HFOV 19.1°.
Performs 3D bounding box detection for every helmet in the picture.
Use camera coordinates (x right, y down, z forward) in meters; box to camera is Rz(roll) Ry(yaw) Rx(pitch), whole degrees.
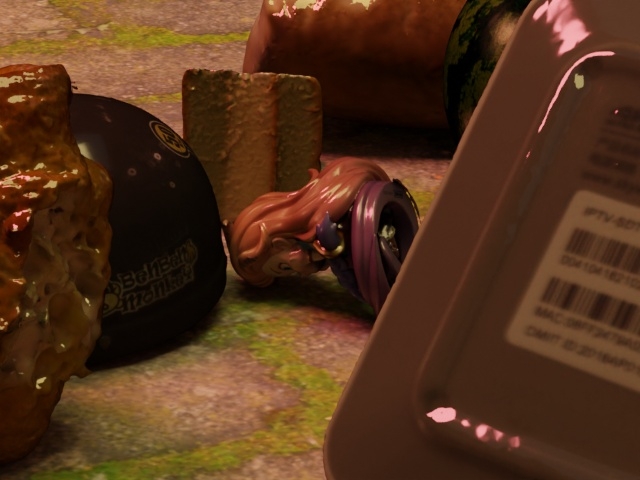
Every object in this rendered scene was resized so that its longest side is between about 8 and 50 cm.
[{"bbox_3d":[-0.199,-0.021,1.378,0.279,0.160,0.230,-17,31,-38],"label":"helmet"}]

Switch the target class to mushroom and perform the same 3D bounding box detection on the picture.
[{"bbox_3d":[0.132,-0.182,1.780,0.314,0.224,0.397,34,43,27],"label":"mushroom"}]

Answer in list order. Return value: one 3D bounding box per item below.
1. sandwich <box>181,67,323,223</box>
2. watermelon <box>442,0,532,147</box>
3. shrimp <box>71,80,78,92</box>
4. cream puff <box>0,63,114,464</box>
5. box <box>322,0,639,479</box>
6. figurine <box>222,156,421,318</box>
[{"bbox_3d":[-0.053,-0.104,1.609,0.117,0.144,0.187,5,23,0],"label":"sandwich"},{"bbox_3d":[0.234,-0.134,1.570,0.269,0.269,0.269,2,23,-1],"label":"watermelon"},{"bbox_3d":[-0.253,-0.122,1.743,0.165,0.056,0.065,11,7,43],"label":"shrimp"},{"bbox_3d":[-0.232,0.011,1.200,0.241,0.269,0.155,-21,-11,35],"label":"cream puff"},{"bbox_3d":[0.219,0.038,1.074,0.367,0.373,0.090,18,-13,32],"label":"box"},{"bbox_3d":[0.004,-0.009,1.430,0.157,0.114,0.126,14,10,29],"label":"figurine"}]
